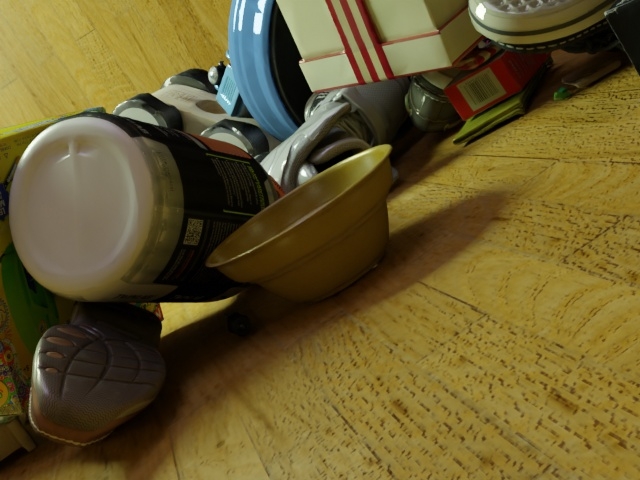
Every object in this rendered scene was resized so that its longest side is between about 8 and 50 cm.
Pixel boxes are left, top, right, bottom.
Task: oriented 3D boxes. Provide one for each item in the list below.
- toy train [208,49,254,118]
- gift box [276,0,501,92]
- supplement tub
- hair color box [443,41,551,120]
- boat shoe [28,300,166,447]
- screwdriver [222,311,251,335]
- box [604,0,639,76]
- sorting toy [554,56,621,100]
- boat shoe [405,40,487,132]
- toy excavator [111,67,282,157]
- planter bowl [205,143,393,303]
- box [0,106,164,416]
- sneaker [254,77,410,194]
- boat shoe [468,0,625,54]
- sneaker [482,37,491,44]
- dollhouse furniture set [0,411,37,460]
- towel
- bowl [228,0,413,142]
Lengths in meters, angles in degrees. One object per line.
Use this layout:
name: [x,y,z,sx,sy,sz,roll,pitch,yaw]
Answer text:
toy train: [-0.078,-0.231,1.715,0.184,0.105,0.080,0,-51,-36]
gift box: [0.112,-0.338,1.409,0.255,0.258,0.276,0,32,47]
supplement tub: [-0.170,-0.027,1.255,0.194,0.193,0.316,-29,-16,23]
hair color box: [0.233,-0.222,1.454,0.093,0.053,0.167,-27,14,39]
boat shoe: [-0.220,0.144,1.105,0.324,0.123,0.116,-90,24,-82]
screwdriver: [-0.098,0.086,1.219,0.025,0.024,0.170,-6,1,-16]
box: [0.405,-0.252,1.054,0.184,0.103,0.261,-18,18,44]
sorting toy: [0.298,-0.184,1.302,0.083,0.012,0.062,-29,15,2]
boat shoe: [0.182,-0.234,1.622,0.305,0.109,0.091,-56,-10,-64]
toy excavator: [-0.271,-0.049,1.859,0.433,0.445,0.222,18,26,13]
planter bowl: [0.000,0.000,1.127,0.217,0.090,0.217,-31,10,6]
box: [-0.357,0.020,1.298,0.177,0.279,0.290,-8,13,26]
sneaker: [0.042,-0.128,1.499,0.366,0.137,0.210,-44,16,-30]
boat shoe: [0.313,-0.281,1.282,0.187,0.156,0.500,11,28,26]
sneaker: [0.271,-0.296,1.770,0.075,0.063,0.170,-35,6,-14]
dollhouse furniture set: [-0.448,0.211,1.265,0.356,0.173,0.303,-35,11,-11]
towel: [0.239,-0.183,1.466,0.102,0.021,0.237,-31,10,29]
bowl: [0.049,-0.310,1.668,0.391,0.391,0.077,-38,35,-24]
